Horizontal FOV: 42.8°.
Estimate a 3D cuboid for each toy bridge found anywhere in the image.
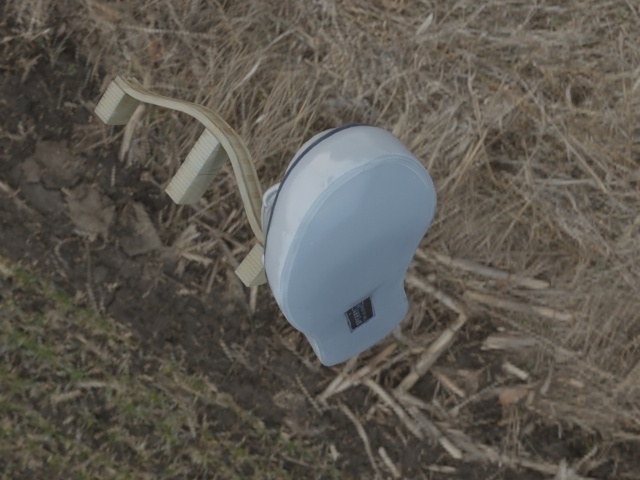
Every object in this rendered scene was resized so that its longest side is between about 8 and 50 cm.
[{"bbox_3d":[-0.081,-0.052,0.563,0.188,0.026,0.063,47,115,18],"label":"toy bridge"}]

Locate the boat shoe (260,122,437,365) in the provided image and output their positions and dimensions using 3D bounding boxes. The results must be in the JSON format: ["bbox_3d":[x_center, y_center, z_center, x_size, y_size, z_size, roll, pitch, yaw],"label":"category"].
[{"bbox_3d":[0.000,0.000,0.464,0.084,0.095,0.258,56,166,21],"label":"boat shoe"}]
